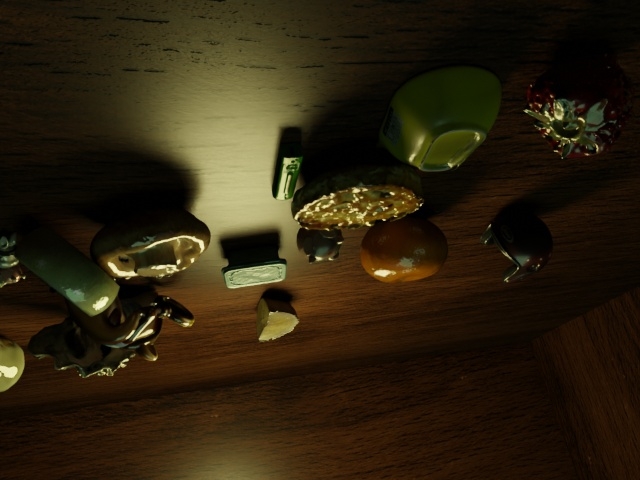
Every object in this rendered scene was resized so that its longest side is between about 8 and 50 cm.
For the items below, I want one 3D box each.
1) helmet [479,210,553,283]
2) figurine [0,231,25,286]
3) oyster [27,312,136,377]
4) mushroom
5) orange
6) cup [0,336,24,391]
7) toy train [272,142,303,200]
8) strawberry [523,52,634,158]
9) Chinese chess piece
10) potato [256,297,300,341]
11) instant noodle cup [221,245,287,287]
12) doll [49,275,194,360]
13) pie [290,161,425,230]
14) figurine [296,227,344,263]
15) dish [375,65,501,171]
[{"bbox_3d":[0.581,0.012,1.644,0.193,0.189,0.216,-35,144,24],"label":"helmet"},{"bbox_3d":[-0.699,0.047,1.251,0.146,0.081,0.098,-29,115,31],"label":"figurine"},{"bbox_3d":[-0.689,0.319,1.665,0.115,0.238,0.351,-50,179,4],"label":"oyster"},{"bbox_3d":[-0.372,0.010,1.248,0.278,0.146,0.278,-16,162,-5],"label":"mushroom"},{"bbox_3d":[0.225,0.021,1.518,0.240,0.171,0.240,-7,163,-2],"label":"orange"},{"bbox_3d":[-1.068,0.382,1.702,0.255,0.173,0.202,-17,154,10],"label":"cup"},{"bbox_3d":[-0.074,-0.132,1.198,0.044,0.042,0.209,-5,155,-13],"label":"toy train"},{"bbox_3d":[0.490,-0.262,1.042,0.201,0.187,0.184,-48,167,-13],"label":"strawberry"},{"bbox_3d":[-0.550,0.070,1.214,0.092,0.238,0.238,-53,164,-19],"label":"Chinese chess piece"},{"bbox_3d":[-0.149,0.259,1.959,0.138,0.098,0.243,-6,150,-21],"label":"potato"},{"bbox_3d":[-0.187,0.072,1.563,0.179,0.070,0.157,-9,157,-9],"label":"instant noodle cup"},{"bbox_3d":[-0.547,0.196,1.550,0.318,0.209,0.340,16,160,17],"label":"doll"},{"bbox_3d":[0.087,-0.100,1.247,0.315,0.092,0.315,-7,166,-2],"label":"pie"},{"bbox_3d":[0.000,0.000,1.428,0.125,0.125,0.138,-14,174,4],"label":"figurine"},{"bbox_3d":[0.235,-0.212,1.089,0.221,0.108,0.262,-1,154,-20],"label":"dish"}]
